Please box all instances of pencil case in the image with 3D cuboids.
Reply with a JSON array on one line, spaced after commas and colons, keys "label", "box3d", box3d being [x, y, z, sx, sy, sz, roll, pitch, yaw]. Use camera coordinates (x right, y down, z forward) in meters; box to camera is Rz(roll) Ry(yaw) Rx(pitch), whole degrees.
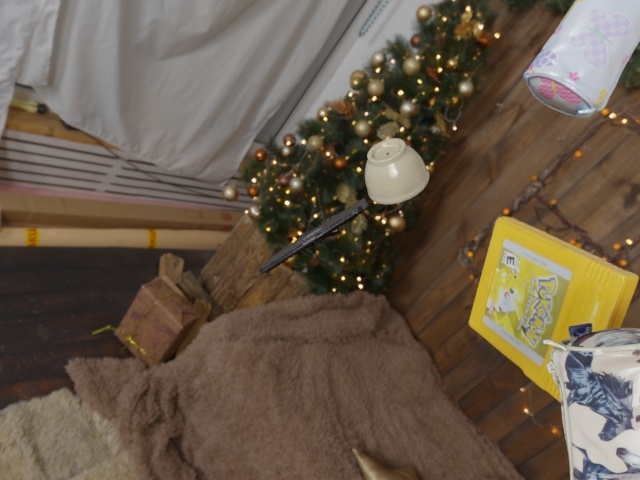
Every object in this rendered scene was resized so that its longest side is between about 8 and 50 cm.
[{"label": "pencil case", "box3d": [0.429, 0.331, 0.683, 0.159, 0.183, 0.411, 1, 85, -62]}, {"label": "pencil case", "box3d": [0.424, -0.318, 0.698, 0.124, 0.273, 0.113, 35, 7, 2]}]

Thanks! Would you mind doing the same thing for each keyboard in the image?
[{"label": "keyboard", "box3d": [0.000, 0.000, 0.726, 0.038, 0.192, 0.100, 56, 23, -8]}]

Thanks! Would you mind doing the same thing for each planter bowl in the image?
[{"label": "planter bowl", "box3d": [0.179, -0.183, 1.188, 0.162, 0.161, 0.109, -102, 167, -53]}]

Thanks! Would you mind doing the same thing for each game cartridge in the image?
[{"label": "game cartridge", "box3d": [0.446, 0.133, 0.978, 0.052, 0.286, 0.324, 1, 20, -20]}]
